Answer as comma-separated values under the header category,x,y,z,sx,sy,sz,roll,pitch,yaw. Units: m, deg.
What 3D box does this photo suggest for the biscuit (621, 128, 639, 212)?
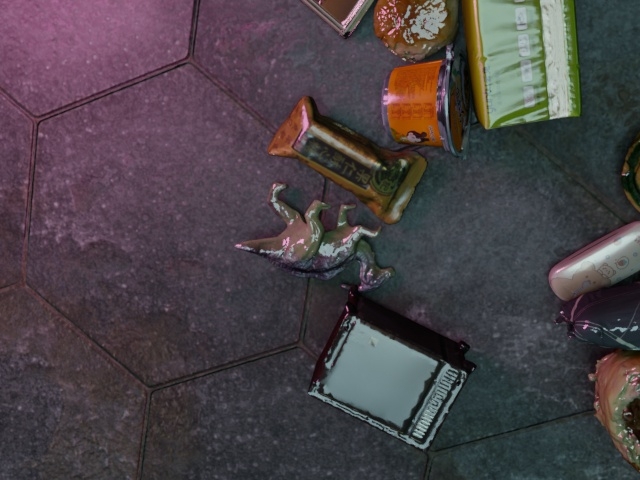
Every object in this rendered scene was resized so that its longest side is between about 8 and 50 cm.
category,x,y,z,sx,sy,sz,roll,pitch,yaw
biscuit,0.670,-0.097,1.246,0.344,0.057,0.287,28,134,10

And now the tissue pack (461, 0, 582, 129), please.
category,x,y,z,sx,sy,sz,roll,pitch,yaw
tissue pack,0.315,-0.329,1.250,0.167,0.200,0.274,-8,101,9

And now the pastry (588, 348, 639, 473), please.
category,x,y,z,sx,sy,sz,roll,pitch,yaw
pastry,0.594,0.266,1.349,0.256,0.170,0.236,-21,107,-10

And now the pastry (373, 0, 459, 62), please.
category,x,y,z,sx,sy,sz,roll,pitch,yaw
pastry,0.163,-0.381,1.323,0.153,0.081,0.153,3,106,10

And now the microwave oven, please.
category,x,y,z,sx,sy,sz,roll,pitch,yaw
microwave oven,0.123,0.223,1.399,0.248,0.188,0.178,27,103,2

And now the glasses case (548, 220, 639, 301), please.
category,x,y,z,sx,sy,sz,roll,pitch,yaw
glasses case,0.500,0.038,1.371,0.204,0.051,0.081,-33,103,16

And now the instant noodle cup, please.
category,x,y,z,sx,sy,sz,roll,pitch,yaw
instant noodle cup,0.176,-0.228,1.318,0.126,0.177,0.208,1,115,22

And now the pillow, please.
category,x,y,z,sx,sy,sz,roll,pitch,yaw
pillow,0.567,0.108,1.307,0.335,0.161,0.092,-14,107,4

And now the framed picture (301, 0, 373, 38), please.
category,x,y,z,sx,sy,sz,roll,pitch,yaw
framed picture,0.039,-0.497,1.307,0.197,0.014,0.252,42,120,5

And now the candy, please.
category,x,y,z,sx,sy,sz,roll,pitch,yaw
candy,0.053,-0.146,1.383,0.271,0.101,0.143,31,112,-5

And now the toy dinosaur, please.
category,x,y,z,sx,sy,sz,roll,pitch,yaw
toy dinosaur,0.001,0.002,1.429,0.294,0.077,0.162,18,105,5
